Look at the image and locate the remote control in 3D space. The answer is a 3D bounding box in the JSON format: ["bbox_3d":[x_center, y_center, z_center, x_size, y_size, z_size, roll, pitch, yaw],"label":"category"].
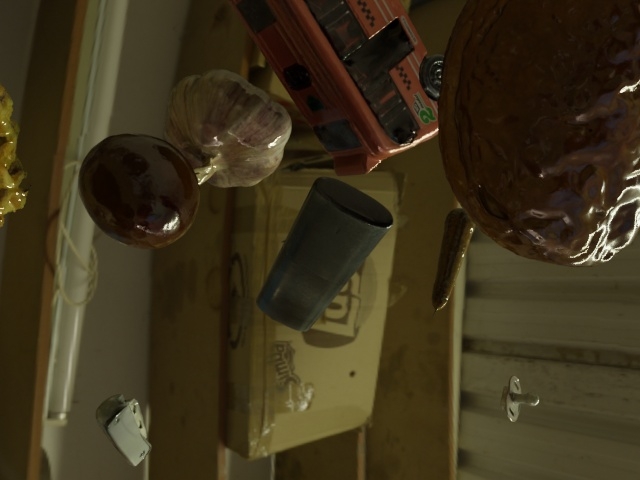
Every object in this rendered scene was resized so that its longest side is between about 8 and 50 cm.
[{"bbox_3d":[-0.011,0.038,0.855,0.378,0.107,0.044,121,-6,-58],"label":"remote control"}]

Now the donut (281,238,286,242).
[{"bbox_3d":[0.001,0.000,1.332,0.230,0.096,0.216,-38,-169,11],"label":"donut"}]

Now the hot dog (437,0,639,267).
[{"bbox_3d":[0.263,-0.168,0.564,0.174,0.266,0.388,50,-50,53],"label":"hot dog"}]

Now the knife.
[{"bbox_3d":[-0.361,0.360,1.123,0.040,0.073,0.266,38,-32,22],"label":"knife"}]

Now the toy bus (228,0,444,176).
[{"bbox_3d":[0.035,-0.328,1.018,0.233,0.427,0.203,-43,-158,-20],"label":"toy bus"}]

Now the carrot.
[{"bbox_3d":[0.310,0.057,1.445,0.078,0.078,0.298,-8,-126,51],"label":"carrot"}]

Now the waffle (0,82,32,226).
[{"bbox_3d":[-0.408,-0.052,0.630,0.281,0.058,0.301,71,29,-79],"label":"waffle"}]

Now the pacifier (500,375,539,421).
[{"bbox_3d":[0.425,0.337,1.264,0.078,0.082,0.099,-12,-142,38],"label":"pacifier"}]

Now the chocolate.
[{"bbox_3d":[-0.242,-0.066,0.820,0.176,0.176,0.177,-14,-109,50],"label":"chocolate"}]

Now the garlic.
[{"bbox_3d":[-0.200,-0.176,1.118,0.245,0.245,0.253,-29,-154,45],"label":"garlic"}]
